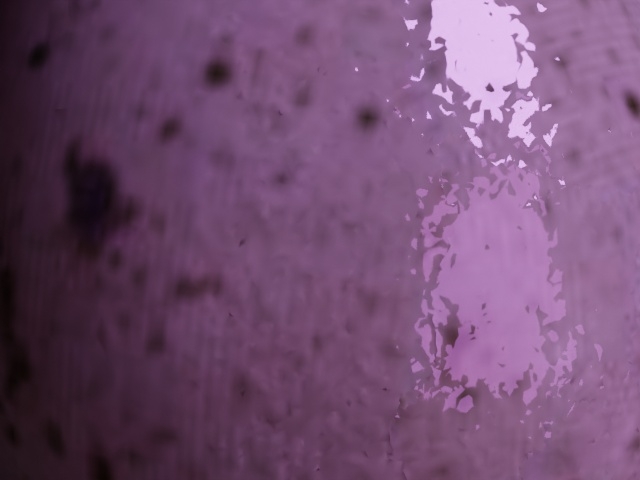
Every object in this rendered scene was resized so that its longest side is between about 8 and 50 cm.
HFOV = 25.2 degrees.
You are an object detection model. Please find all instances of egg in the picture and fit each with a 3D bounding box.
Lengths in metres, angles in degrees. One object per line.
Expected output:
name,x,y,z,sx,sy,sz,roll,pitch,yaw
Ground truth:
egg,0.000,0.000,0.534,0.287,0.287,0.379,-14,89,-41
